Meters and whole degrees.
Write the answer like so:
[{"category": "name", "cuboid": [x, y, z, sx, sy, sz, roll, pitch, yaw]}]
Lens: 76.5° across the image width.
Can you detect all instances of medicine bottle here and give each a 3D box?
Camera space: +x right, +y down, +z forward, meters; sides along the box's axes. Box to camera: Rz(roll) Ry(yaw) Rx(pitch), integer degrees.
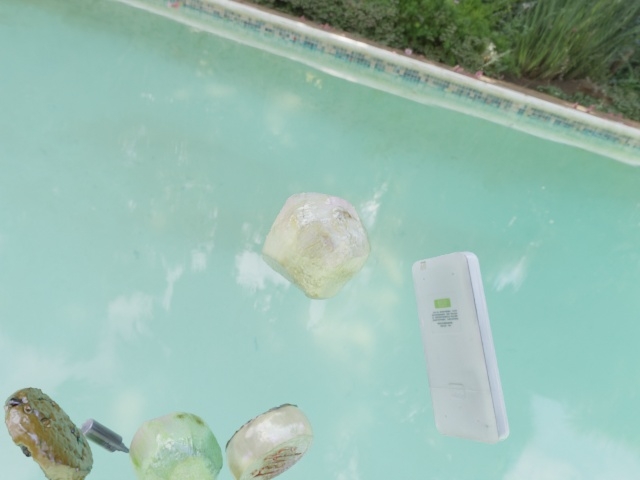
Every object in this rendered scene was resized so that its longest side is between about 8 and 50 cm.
[{"category": "medicine bottle", "cuboid": [-0.702, 0.660, 1.344, 0.057, 0.199, 0.058, -21, 35, 16]}]

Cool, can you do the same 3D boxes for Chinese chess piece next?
[{"category": "Chinese chess piece", "cuboid": [-0.151, 0.618, 1.229, 0.270, 0.270, 0.112, -7, 42, -35]}]

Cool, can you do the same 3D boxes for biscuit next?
[{"category": "biscuit", "cuboid": [-0.692, 0.501, 1.055, 0.075, 0.296, 0.296, -36, 55, -24]}]

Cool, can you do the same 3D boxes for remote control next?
[{"category": "remote control", "cuboid": [0.190, 0.145, 0.571, 0.034, 0.103, 0.250, 1, 76, -38]}]

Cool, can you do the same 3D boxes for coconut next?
[{"category": "coconut", "cuboid": [-0.357, 0.534, 1.008, 0.236, 0.205, 0.236, 17, -2, 1]}, {"category": "coconut", "cuboid": [0.000, 0.000, 1.142, 0.297, 0.254, 0.297, 26, 22, -11]}]
